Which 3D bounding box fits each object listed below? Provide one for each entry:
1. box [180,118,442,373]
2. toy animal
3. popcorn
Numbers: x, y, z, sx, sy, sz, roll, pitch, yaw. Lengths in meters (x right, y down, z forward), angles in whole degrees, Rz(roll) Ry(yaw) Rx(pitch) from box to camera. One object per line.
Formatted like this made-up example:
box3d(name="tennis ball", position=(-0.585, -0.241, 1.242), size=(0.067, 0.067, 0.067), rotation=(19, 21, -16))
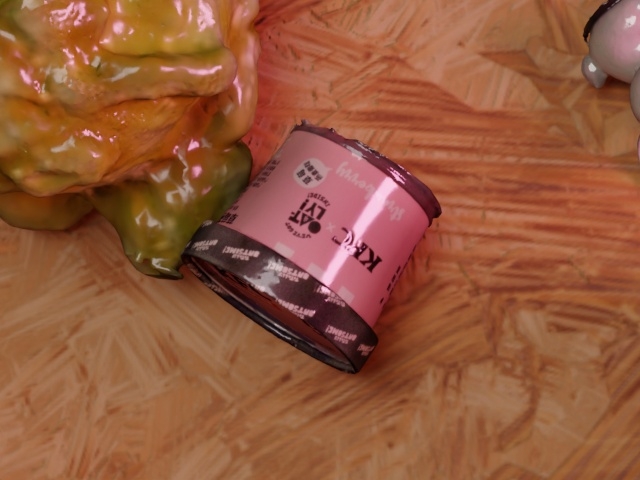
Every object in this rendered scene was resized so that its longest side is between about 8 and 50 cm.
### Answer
box3d(name="box", position=(0.000, 0.000, 1.311), size=(0.151, 0.151, 0.135), rotation=(30, 77, 23))
box3d(name="toy animal", position=(0.235, -0.110, 1.294), size=(0.085, 0.071, 0.124), rotation=(-33, 68, 8))
box3d(name="popcorn", position=(-0.183, -0.157, 1.339), size=(0.274, 0.279, 0.336), rotation=(-12, 64, 33))
